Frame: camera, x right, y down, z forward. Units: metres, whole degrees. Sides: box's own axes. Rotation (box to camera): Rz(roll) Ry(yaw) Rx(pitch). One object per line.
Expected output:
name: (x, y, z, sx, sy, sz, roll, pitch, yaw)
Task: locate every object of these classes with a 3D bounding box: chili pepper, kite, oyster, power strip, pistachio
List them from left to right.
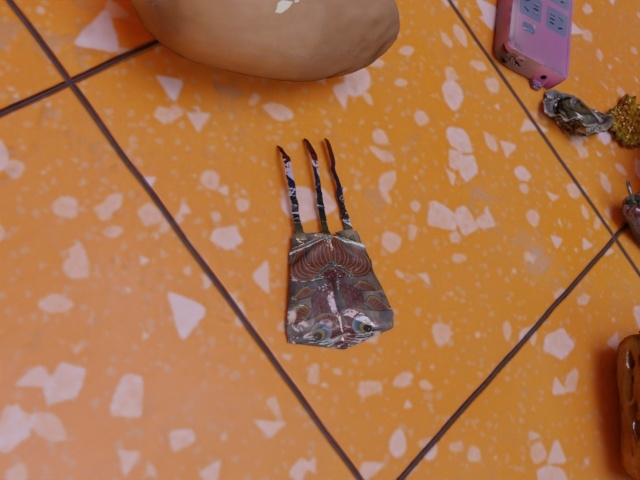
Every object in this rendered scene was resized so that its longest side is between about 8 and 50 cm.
pistachio: (-0.054, -0.258, 0.677, 0.299, 0.187, 0.188, -1, 75, -32)
kite: (0.001, -0.001, 0.724, 0.127, 0.016, 0.230, -8, 79, -33)
power strip: (0.302, -0.342, 0.973, 0.109, 0.037, 0.279, 20, 66, -21)
oyster: (0.347, -0.171, 0.952, 0.100, 0.037, 0.098, 31, 41, 7)
chili pepper: (0.445, -0.017, 0.944, 0.050, 0.041, 0.153, -47, 116, -10)

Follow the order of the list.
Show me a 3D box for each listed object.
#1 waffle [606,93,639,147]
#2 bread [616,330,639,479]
waffle: (0.442, -0.170, 1.005, 0.085, 0.016, 0.078, -22, 85, -30)
bread: (0.450, 0.208, 0.845, 0.235, 0.099, 0.211, 11, 71, -30)
